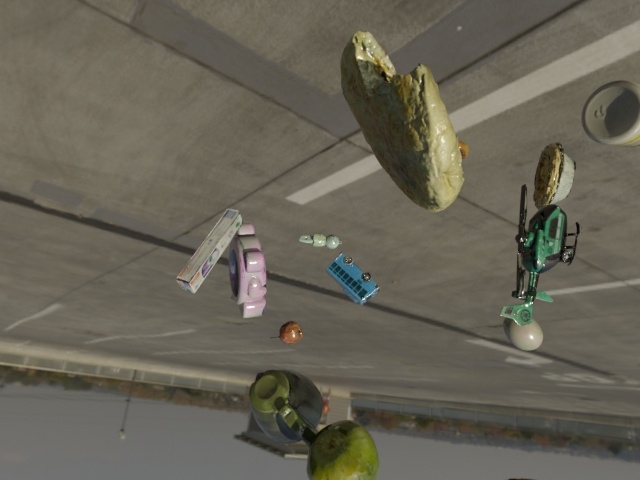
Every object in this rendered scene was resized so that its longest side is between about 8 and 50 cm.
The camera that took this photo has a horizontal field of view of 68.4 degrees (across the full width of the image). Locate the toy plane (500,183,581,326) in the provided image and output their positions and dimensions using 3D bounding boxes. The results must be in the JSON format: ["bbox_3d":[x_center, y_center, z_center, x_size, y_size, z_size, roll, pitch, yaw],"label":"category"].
[{"bbox_3d":[0.577,0.044,1.257,0.156,0.381,0.106,17,171,-14],"label":"toy plane"}]

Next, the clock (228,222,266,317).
[{"bbox_3d":[-0.225,0.090,1.449,0.090,0.227,0.247,-6,132,-20],"label":"clock"}]

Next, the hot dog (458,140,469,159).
[{"bbox_3d":[0.605,-0.413,2.138,0.141,0.060,0.089,-1,138,-14],"label":"hot dog"}]

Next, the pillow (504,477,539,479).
[{"bbox_3d":[0.590,0.764,1.329,0.136,0.210,0.034,-7,-168,25],"label":"pillow"}]

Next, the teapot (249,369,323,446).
[{"bbox_3d":[-0.129,0.586,1.611,0.240,0.321,0.239,-24,138,8],"label":"teapot"}]

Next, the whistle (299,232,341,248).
[{"bbox_3d":[0.000,0.000,1.110,0.101,0.035,0.035,6,161,-1],"label":"whistle"}]

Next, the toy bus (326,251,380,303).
[{"bbox_3d":[0.143,0.174,2.085,0.234,0.133,0.116,43,171,14],"label":"toy bus"}]

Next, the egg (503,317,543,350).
[{"bbox_3d":[0.646,0.289,1.505,0.135,0.103,0.103,47,156,1],"label":"egg"}]

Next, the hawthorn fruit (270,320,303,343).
[{"bbox_3d":[-0.101,0.267,1.335,0.103,0.066,0.067,-24,151,15],"label":"hawthorn fruit"}]

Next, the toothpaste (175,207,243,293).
[{"bbox_3d":[-0.228,0.017,0.984,0.040,0.196,0.047,21,151,16],"label":"toothpaste"}]

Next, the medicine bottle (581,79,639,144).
[{"bbox_3d":[1.092,-0.428,1.634,0.340,0.208,0.208,-3,169,-33],"label":"medicine bottle"}]

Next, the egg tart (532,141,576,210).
[{"bbox_3d":[0.767,-0.204,1.545,0.095,0.233,0.234,8,161,10],"label":"egg tart"}]

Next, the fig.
[{"bbox_3d":[0.093,0.698,1.394,0.233,0.313,0.233,-30,-174,3],"label":"fig"}]

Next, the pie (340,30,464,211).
[{"bbox_3d":[0.132,-0.178,0.782,0.075,0.337,0.337,-28,159,-4],"label":"pie"}]
